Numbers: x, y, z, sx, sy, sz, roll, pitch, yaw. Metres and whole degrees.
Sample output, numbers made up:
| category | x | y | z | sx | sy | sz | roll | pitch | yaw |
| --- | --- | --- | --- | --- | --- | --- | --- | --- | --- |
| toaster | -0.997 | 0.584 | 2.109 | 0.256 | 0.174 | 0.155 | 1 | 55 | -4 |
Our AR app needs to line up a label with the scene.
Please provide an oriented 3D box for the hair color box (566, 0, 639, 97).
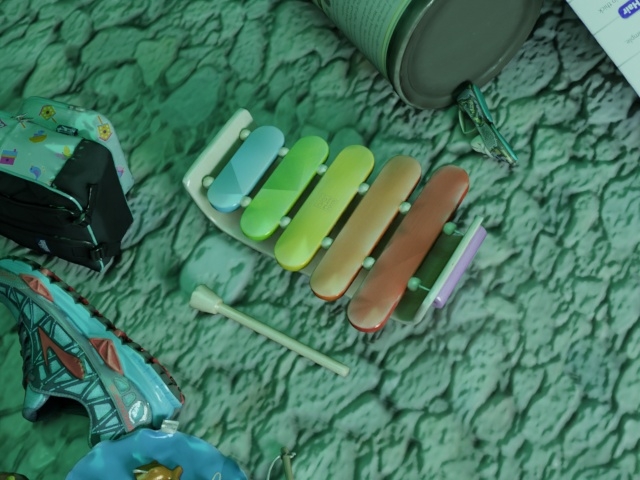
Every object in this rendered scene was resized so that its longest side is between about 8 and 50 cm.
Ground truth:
| category | x | y | z | sx | sy | sz | roll | pitch | yaw |
| --- | --- | --- | --- | --- | --- | --- | --- | --- | --- |
| hair color box | 0.311 | -0.316 | 0.962 | 0.185 | 0.110 | 0.339 | -36 | 100 | 23 |

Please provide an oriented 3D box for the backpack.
| category | x | y | z | sx | sy | sz | roll | pitch | yaw |
| --- | --- | --- | --- | --- | --- | --- | --- | --- | --- |
| backpack | -0.303 | -0.069 | 1.035 | 0.189 | 0.166 | 0.144 | 11 | 61 | 11 |

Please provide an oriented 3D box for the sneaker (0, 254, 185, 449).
| category | x | y | z | sx | sy | sz | roll | pitch | yaw |
| --- | --- | --- | --- | --- | --- | --- | --- | --- | --- |
| sneaker | -0.265 | 0.115 | 0.961 | 0.262 | 0.104 | 0.125 | 34 | 72 | 24 |

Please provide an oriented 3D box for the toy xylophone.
| category | x | y | z | sx | sy | sz | roll | pitch | yaw |
| --- | --- | --- | --- | --- | --- | --- | --- | --- | --- |
| toy xylophone | 0.000 | 0.000 | 1.002 | 0.323 | 0.081 | 0.236 | 18 | 65 | 18 |

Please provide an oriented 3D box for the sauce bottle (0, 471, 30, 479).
| category | x | y | z | sx | sy | sz | roll | pitch | yaw |
| --- | --- | --- | --- | --- | --- | --- | --- | --- | --- |
| sauce bottle | -0.222 | 0.357 | 0.812 | 0.111 | 0.111 | 0.344 | -35 | 63 | -12 |

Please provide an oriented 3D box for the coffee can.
| category | x | y | z | sx | sy | sz | roll | pitch | yaw |
| --- | --- | --- | --- | --- | --- | --- | --- | --- | --- |
| coffee can | 0.088 | -0.313 | 1.101 | 0.202 | 0.201 | 0.275 | -32 | 61 | -11 |

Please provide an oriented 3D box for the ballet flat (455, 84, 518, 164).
| category | x | y | z | sx | sy | sz | roll | pitch | yaw |
| --- | --- | --- | --- | --- | --- | --- | --- | --- | --- |
| ballet flat | 0.181 | -0.122 | 1.077 | 0.041 | 0.041 | 0.114 | -20 | 61 | -4 |

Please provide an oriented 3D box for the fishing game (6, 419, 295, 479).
| category | x | y | z | sx | sy | sz | roll | pitch | yaw |
| --- | --- | --- | --- | --- | --- | --- | --- | --- | --- |
| fishing game | -0.139 | 0.240 | 0.849 | 0.264 | 0.041 | 0.189 | 1 | 48 | -17 |
